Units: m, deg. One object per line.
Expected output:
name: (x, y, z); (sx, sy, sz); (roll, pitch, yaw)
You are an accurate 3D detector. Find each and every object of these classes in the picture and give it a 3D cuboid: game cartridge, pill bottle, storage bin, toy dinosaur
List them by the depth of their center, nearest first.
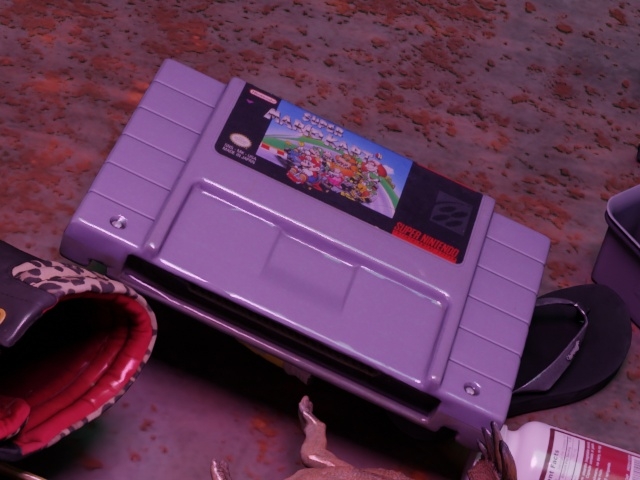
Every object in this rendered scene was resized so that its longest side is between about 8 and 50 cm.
toy dinosaur: (0.046, 0.197, 1.258); (0.200, 0.127, 0.295); (4, 9, 22)
pill bottle: (0.188, 0.191, 1.393); (0.152, 0.086, 0.086); (18, 45, 1)
game cartridge: (0.000, 0.000, 1.407); (0.355, 0.068, 0.230); (25, 47, -3)
storage bin: (0.306, 0.026, 1.580); (0.098, 0.091, 0.135); (-23, 59, -33)

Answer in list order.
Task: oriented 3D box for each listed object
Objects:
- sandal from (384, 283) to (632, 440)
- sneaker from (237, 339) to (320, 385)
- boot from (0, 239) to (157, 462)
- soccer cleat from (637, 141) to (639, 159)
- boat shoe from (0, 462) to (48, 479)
sandal: (0.168, 0.097, 1.496); (0.254, 0.054, 0.097); (-22, 58, -33)
sneaker: (-0.012, 0.021, 1.497); (0.094, 0.081, 0.208); (19, 45, 5)
boot: (-0.323, 0.058, 1.232); (0.284, 0.138, 0.377); (21, 19, 31)
soccer cleat: (0.367, -0.042, 1.693); (0.072, 0.060, 0.179); (-21, 50, -21)
boat shoe: (-0.167, 0.239, 1.225); (0.307, 0.104, 0.111); (26, 46, 8)
